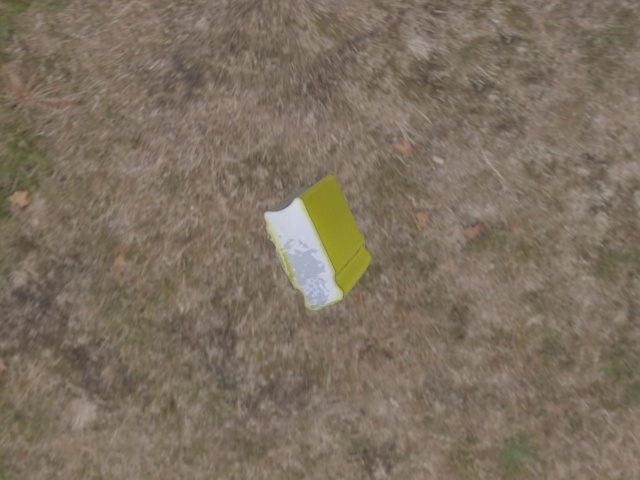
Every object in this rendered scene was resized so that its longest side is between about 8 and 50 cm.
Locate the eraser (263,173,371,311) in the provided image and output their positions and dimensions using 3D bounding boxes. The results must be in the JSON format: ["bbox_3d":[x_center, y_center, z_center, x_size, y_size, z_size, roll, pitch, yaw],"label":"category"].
[{"bbox_3d":[0.000,0.000,1.562,0.069,0.226,0.158,-21,96,17],"label":"eraser"}]
